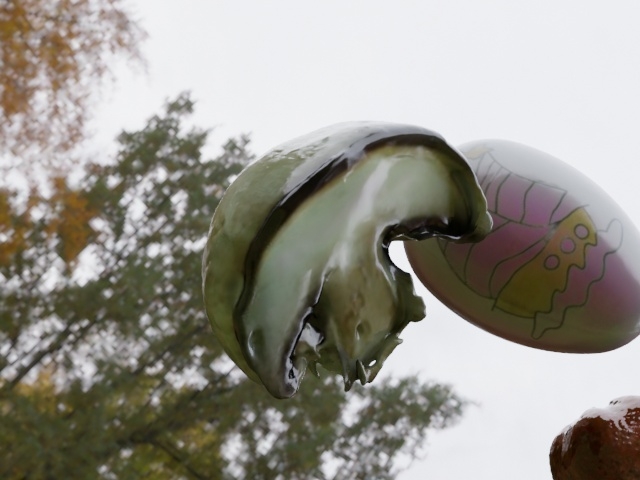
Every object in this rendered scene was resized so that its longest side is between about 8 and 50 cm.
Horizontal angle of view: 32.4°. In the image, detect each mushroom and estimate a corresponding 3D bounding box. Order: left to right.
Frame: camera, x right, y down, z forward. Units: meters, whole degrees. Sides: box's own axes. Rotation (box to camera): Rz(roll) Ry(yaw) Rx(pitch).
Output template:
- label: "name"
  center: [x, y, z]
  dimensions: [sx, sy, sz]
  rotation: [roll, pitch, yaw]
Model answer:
- label: "mushroom"
  center: [-0.006, -0.003, 0.938]
  dimensions: [0.164, 0.267, 0.189]
  rotation: [19, -28, 52]

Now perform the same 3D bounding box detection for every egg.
- label: "egg"
  center: [0.208, 0.010, 1.113]
  dimensions: [0.271, 0.196, 0.196]
  rotation: [40, -36, 30]

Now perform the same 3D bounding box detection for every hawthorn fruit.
- label: "hawthorn fruit"
  center: [0.333, 0.264, 1.135]
  dimensions: [0.203, 0.163, 0.162]
  rotation: [64, -34, 23]
